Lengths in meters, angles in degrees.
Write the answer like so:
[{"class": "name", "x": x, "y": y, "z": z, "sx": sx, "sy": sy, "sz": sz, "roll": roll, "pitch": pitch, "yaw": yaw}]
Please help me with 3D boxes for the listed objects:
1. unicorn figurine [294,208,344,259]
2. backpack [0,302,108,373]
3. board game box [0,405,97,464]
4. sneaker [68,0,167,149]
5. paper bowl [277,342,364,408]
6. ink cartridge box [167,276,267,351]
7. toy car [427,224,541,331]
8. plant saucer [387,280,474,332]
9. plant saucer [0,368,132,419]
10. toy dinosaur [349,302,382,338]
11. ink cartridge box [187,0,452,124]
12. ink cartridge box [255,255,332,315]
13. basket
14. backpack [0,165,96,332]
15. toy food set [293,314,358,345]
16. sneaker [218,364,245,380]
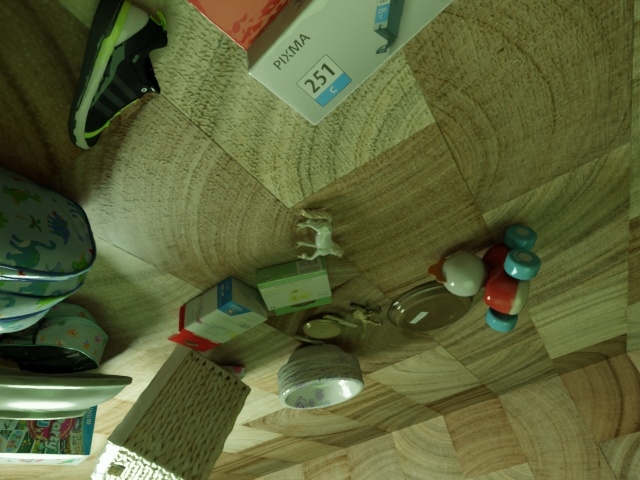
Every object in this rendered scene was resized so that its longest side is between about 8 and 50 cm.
[{"class": "unicorn figurine", "x": 0.000, "y": 0.000, "z": 0.894, "sx": 0.111, "sy": 0.060, "sz": 0.161, "roll": -5, "pitch": 141, "yaw": -8}, {"class": "backpack", "x": -0.599, "y": 0.230, "z": 0.938, "sx": 0.189, "sy": 0.144, "sz": 0.165, "roll": 5, "pitch": 140, "yaw": 5}, {"class": "board game box", "x": -0.817, "y": 0.507, "z": 1.156, "sx": 0.303, "sy": 0.224, "sz": 0.097, "roll": 27, "pitch": 124, "yaw": -39}, {"class": "sneaker", "x": -0.273, "y": -0.207, "z": 0.553, "sx": 0.097, "sy": 0.084, "sz": 0.234, "roll": 16, "pitch": 133, "yaw": -32}, {"class": "paper bowl", "x": -0.005, "y": 0.453, "z": 1.368, "sx": 0.285, "sy": 0.148, "sz": 0.284, "roll": -8, "pitch": 140, "yaw": -7}, {"class": "ink cartridge box", "x": -0.268, "y": 0.198, "z": 1.045, "sx": 0.231, "sy": 0.078, "sz": 0.134, "roll": -30, "pitch": 137, "yaw": 20}, {"class": "toy car", "x": 0.402, "y": 0.078, "z": 1.043, "sx": 0.238, "sy": 0.210, "sz": 0.219, "roll": 12, "pitch": 129, "yaw": 15}, {"class": "plant saucer", "x": 0.349, "y": 0.216, "z": 1.266, "sx": 0.278, "sy": 0.041, "sz": 0.277, "roll": -7, "pitch": 141, "yaw": -6}, {"class": "plant saucer", "x": -0.695, "y": 0.382, "z": 1.013, "sx": 0.401, "sy": 0.100, "sz": 0.400, "roll": 4, "pitch": 162, "yaw": 1}, {"class": "toy dinosaur", "x": 0.140, "y": 0.233, "z": 1.233, "sx": 0.093, "sy": 0.053, "sz": 0.183, "roll": -7, "pitch": 136, "yaw": 18}, {"class": "ink cartridge box", "x": 0.006, "y": -0.324, "z": 0.503, "sx": 0.296, "sy": 0.066, "sz": 0.261, "roll": -37, "pitch": 136, "yaw": 26}, {"class": "ink cartridge box", "x": -0.057, "y": 0.142, "z": 1.057, "sx": 0.171, "sy": 0.056, "sz": 0.235, "roll": -13, "pitch": 139, "yaw": -1}, {"class": "basket", "x": -0.418, "y": 0.538, "z": 1.161, "sx": 0.267, "sy": 0.331, "sz": 0.328, "roll": 32, "pitch": 127, "yaw": -6}, {"class": "backpack", "x": -0.530, "y": 0.005, "z": 0.596, "sx": 0.273, "sy": 0.290, "sz": 0.355, "roll": -33, "pitch": 148, "yaw": -6}, {"class": "toy food set", "x": 0.011, "y": 0.263, "z": 1.240, "sx": 0.133, "sy": 0.038, "sz": 0.192, "roll": 25, "pitch": 136, "yaw": -29}, {"class": "sneaker", "x": -0.325, "y": 0.505, "z": 1.373, "sx": 0.103, "sy": 0.111, "sz": 0.252, "roll": 14, "pitch": 134, "yaw": -29}]
